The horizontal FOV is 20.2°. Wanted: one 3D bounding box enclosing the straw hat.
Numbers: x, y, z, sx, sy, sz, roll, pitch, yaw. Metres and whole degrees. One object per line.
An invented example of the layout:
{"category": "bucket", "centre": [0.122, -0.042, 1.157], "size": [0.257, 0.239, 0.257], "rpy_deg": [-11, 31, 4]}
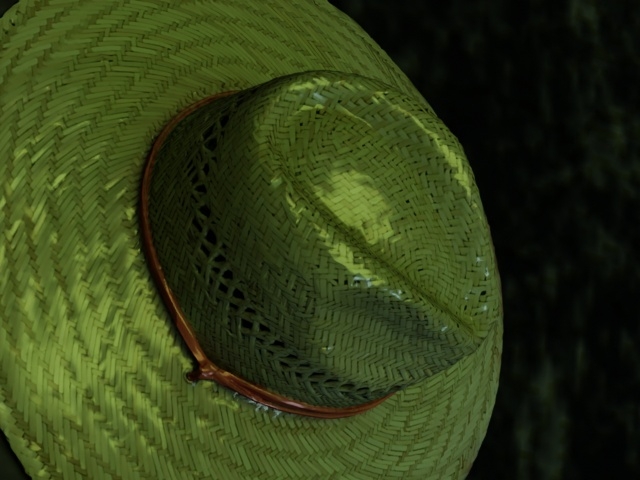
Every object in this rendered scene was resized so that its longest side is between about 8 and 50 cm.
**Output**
{"category": "straw hat", "centre": [0.000, 0.000, 0.355], "size": [0.144, 0.061, 0.144], "rpy_deg": [10, 73, -34]}
